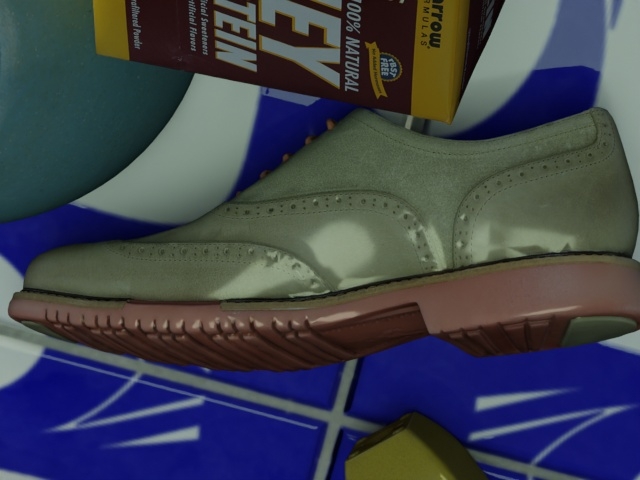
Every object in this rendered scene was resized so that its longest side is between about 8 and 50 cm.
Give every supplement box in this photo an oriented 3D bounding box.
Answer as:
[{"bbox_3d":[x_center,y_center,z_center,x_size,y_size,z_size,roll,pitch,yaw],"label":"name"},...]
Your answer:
[{"bbox_3d":[0.003,-0.181,0.897,0.194,0.191,0.129,12,130,12],"label":"supplement box"}]

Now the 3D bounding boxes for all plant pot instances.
[{"bbox_3d":[-0.222,-0.129,0.964,0.290,0.195,0.290,2,108,5],"label":"plant pot"},{"bbox_3d":[0.059,0.160,1.098,0.081,0.081,0.083,-29,93,14],"label":"plant pot"}]

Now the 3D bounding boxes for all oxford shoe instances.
[{"bbox_3d":[0.000,0.000,1.044,0.396,0.140,0.147,-4,77,11],"label":"oxford shoe"}]
